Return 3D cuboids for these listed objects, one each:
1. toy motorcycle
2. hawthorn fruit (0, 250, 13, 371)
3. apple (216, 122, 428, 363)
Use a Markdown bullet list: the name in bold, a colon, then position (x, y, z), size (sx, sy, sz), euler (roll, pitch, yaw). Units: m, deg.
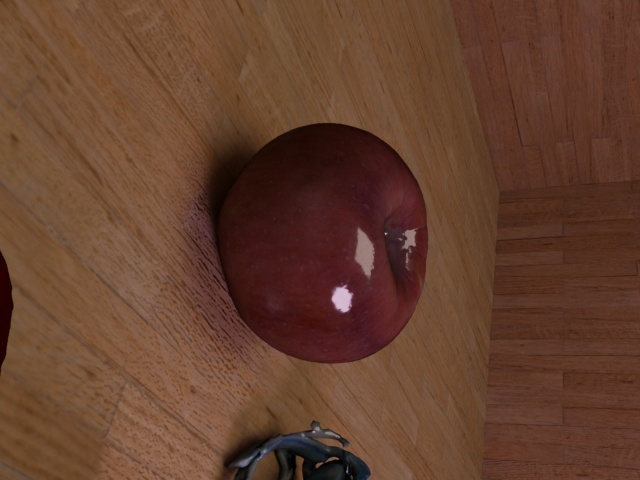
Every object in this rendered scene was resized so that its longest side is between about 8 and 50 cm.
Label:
- **toy motorcycle**: position (-0.028, 0.349, 0.908), size (0.260, 0.154, 0.206), euler (-8, 71, -63)
- **hawthorn fruit**: position (-0.247, 0.040, 0.321), size (0.215, 0.249, 0.215), euler (22, 57, -38)
- **apple**: position (0.000, 0.000, 0.890), size (0.305, 0.234, 0.306), euler (14, 75, -63)
